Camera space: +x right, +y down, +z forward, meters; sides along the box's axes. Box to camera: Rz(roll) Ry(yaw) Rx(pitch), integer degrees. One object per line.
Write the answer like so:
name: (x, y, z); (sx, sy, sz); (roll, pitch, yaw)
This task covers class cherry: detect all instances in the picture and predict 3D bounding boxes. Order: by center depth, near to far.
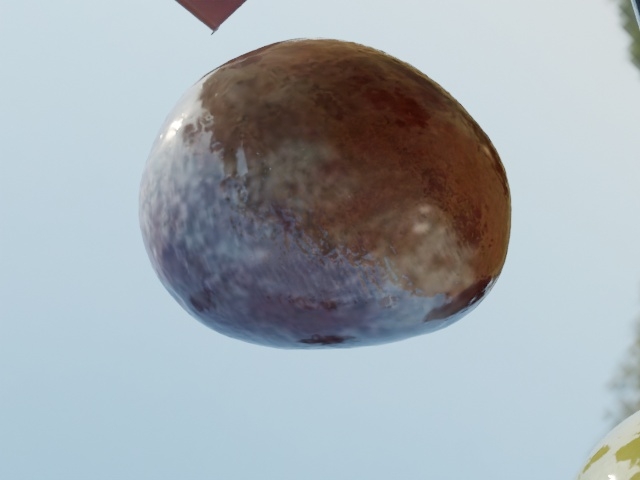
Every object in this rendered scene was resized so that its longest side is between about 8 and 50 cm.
cherry: (-0.006, -0.032, 1.281); (0.285, 0.236, 0.213); (18, 148, 43)

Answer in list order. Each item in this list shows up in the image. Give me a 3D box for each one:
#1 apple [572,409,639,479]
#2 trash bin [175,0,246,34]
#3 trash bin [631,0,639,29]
apple: (0.316, 0.245, 1.369); (0.292, 0.254, 0.292); (-13, -90, -68)
trash bin: (-0.149, -0.330, 1.875); (0.238, 0.184, 0.161); (45, -146, -13)
trash bin: (0.353, -0.181, 1.594); (0.115, 0.165, 0.225); (-92, -15, -60)
